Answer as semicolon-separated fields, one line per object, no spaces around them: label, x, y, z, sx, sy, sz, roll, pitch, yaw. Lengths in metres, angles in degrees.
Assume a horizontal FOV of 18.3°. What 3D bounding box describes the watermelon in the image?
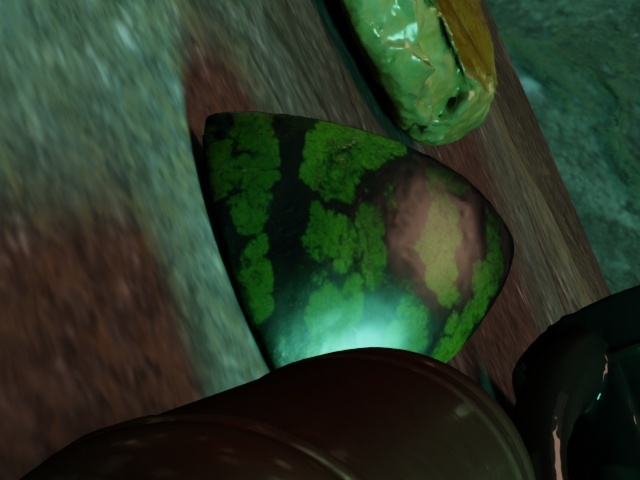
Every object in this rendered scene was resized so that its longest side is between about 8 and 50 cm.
watermelon;0.000;0.000;0.807;0.135;0.125;0.094;49;-18;-4

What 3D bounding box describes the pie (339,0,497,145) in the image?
pie;0.040;-0.221;1.370;0.339;0.083;0.339;-21;90;-82

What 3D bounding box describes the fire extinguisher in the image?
fire extinguisher;-0.009;0.100;0.438;0.344;0.102;0.138;-8;78;-79

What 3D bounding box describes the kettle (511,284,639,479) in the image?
kettle;0.238;0.201;1.243;0.321;0.228;0.324;14;54;-44
